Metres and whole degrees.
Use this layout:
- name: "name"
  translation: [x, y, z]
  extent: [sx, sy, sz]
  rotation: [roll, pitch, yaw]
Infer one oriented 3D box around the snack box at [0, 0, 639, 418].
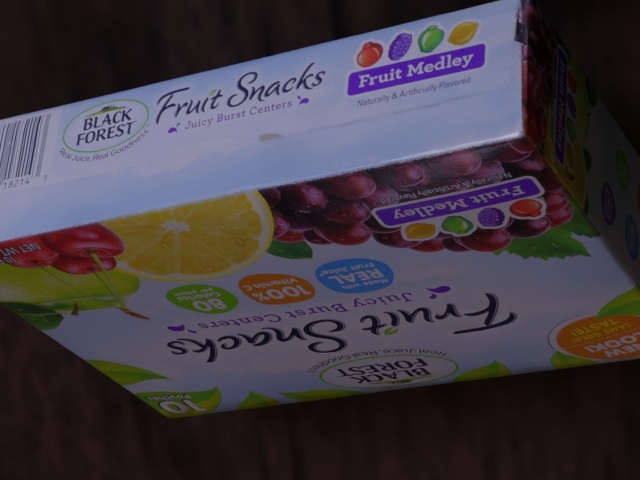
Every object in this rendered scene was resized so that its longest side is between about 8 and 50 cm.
- name: "snack box"
  translation: [0.000, 0.000, 0.379]
  extent: [0.141, 0.037, 0.100]
  rotation: [-10, 150, 27]
